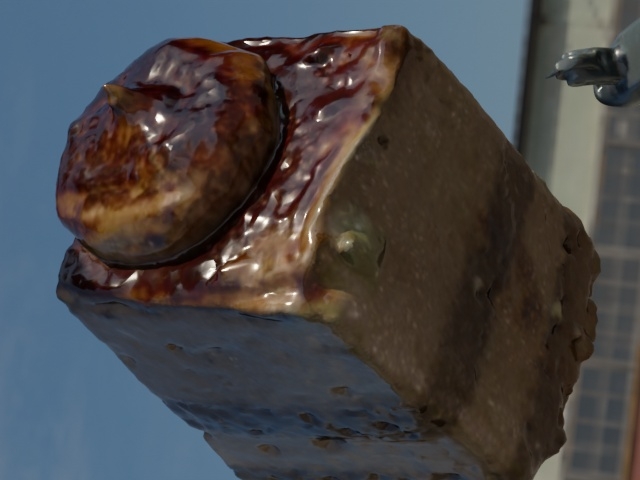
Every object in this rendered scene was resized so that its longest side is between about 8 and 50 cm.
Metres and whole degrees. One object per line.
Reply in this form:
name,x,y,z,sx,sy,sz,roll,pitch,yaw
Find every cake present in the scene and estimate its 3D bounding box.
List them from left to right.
cake,0.000,0.000,0.977,0.293,0.198,0.196,49,-129,-39

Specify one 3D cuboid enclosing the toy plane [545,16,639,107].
toy plane,0.139,-0.082,0.577,0.226,0.058,0.226,-27,69,58
